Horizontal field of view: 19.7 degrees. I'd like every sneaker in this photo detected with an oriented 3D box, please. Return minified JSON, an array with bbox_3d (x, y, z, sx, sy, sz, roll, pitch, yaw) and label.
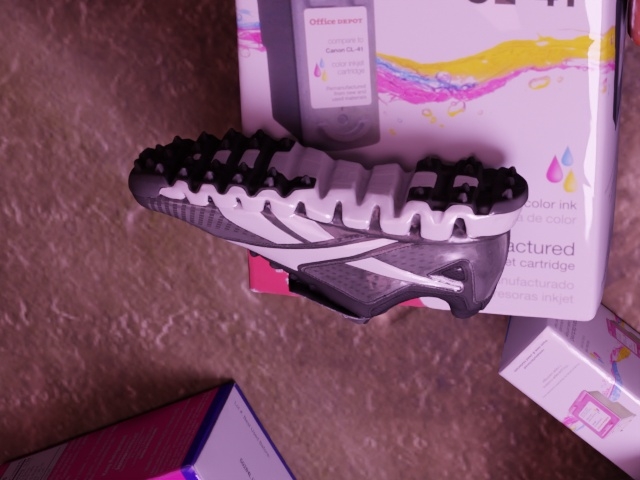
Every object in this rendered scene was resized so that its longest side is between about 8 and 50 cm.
[{"bbox_3d":[0.000,0.000,1.074,0.234,0.078,0.106,7,118,9],"label":"sneaker"}]

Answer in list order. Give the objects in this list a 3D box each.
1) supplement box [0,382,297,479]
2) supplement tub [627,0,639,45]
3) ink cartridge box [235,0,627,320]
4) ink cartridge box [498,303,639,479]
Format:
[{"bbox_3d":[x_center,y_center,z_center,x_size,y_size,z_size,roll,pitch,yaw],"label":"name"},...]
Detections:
[{"bbox_3d":[-0.141,0.206,1.349,0.220,0.114,0.111,-21,111,25],"label":"supplement box"},{"bbox_3d":[0.279,-0.153,1.054,0.198,0.106,0.106,7,119,10],"label":"supplement tub"},{"bbox_3d":[0.069,-0.117,1.113,0.226,0.131,0.306,5,120,13],"label":"ink cartridge box"},{"bbox_3d":[0.183,0.089,1.215,0.122,0.088,0.052,39,117,-8],"label":"ink cartridge box"}]
